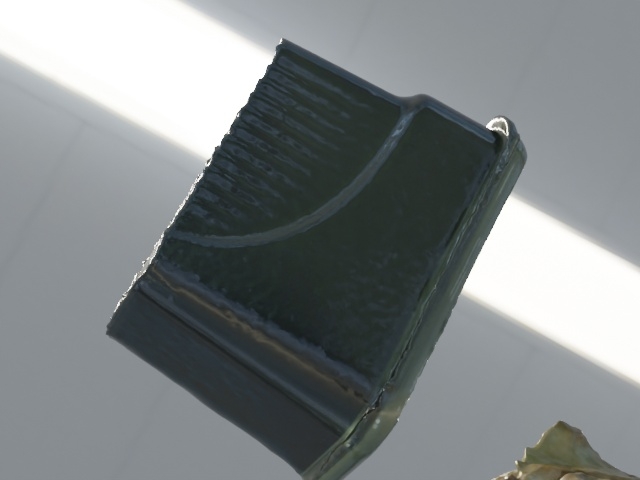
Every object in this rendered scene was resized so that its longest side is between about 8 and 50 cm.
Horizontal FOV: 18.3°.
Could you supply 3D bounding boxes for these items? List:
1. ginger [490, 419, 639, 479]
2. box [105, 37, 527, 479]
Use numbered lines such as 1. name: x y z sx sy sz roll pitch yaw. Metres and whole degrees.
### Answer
1. ginger: 0.106 0.130 0.631 0.102 0.157 0.216 -58 2 -8
2. box: 0.000 0.000 1.260 0.274 0.178 0.138 -62 7 -36
